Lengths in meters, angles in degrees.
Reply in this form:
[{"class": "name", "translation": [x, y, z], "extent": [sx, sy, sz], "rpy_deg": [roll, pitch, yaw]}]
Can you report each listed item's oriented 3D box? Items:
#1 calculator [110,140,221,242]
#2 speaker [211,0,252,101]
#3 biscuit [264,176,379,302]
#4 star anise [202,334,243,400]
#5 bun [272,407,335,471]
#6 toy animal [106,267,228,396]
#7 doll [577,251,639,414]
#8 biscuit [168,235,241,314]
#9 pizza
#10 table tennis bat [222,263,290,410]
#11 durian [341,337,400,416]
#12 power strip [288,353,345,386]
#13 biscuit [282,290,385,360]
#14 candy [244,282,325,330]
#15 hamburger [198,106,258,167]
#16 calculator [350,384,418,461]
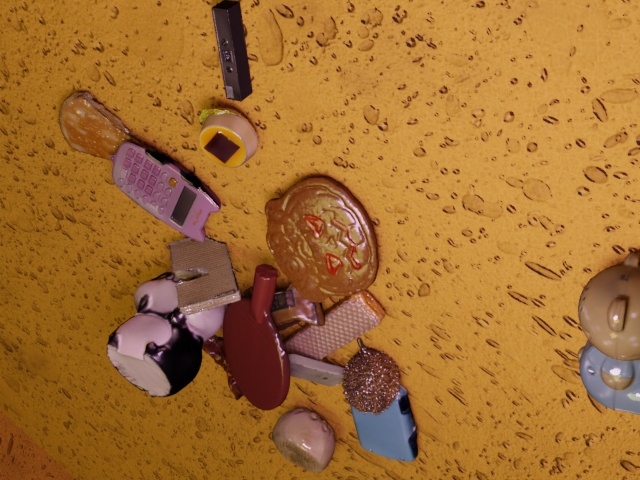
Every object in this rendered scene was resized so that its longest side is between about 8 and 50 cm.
[{"class": "calculator", "translation": [-0.376, -0.125, 1.884], "extent": [0.294, 0.043, 0.194], "rpy_deg": [34, 139, -1]}, {"class": "speaker", "translation": [-0.173, -0.370, 1.546], "extent": [0.040, 0.046, 0.191], "rpy_deg": [16, 132, 26]}, {"class": "biscuit", "translation": [-0.001, 0.001, 1.687], "extent": [0.257, 0.049, 0.273], "rpy_deg": [-18, 103, 33]}, {"class": "star anise", "translation": [-0.238, 0.327, 2.127], "extent": [0.212, 0.111, 0.196], "rpy_deg": [21, 129, 32]}, {"class": "bun", "translation": [-0.037, 0.541, 2.149], "extent": [0.178, 0.128, 0.193], "rpy_deg": [25, 147, 17]}, {"class": "toy animal", "translation": [-0.372, 0.212, 1.980], "extent": [0.250, 0.310, 0.251], "rpy_deg": [21, 143, 17]}, {"class": "doll", "translation": [0.535, 0.161, 1.380], "extent": [0.161, 0.177, 0.261], "rpy_deg": [11, 134, 28]}, {"class": "biscuit", "translation": [-0.283, 0.074, 1.888], "extent": [0.250, 0.147, 0.046], "rpy_deg": [-115, 10, -48]}, {"class": "pizza", "translation": [-0.528, -0.264, 1.900], "extent": [0.262, 0.034, 0.181], "rpy_deg": [23, 135, 18]}, {"class": "table tennis bat", "translation": [-0.152, 0.231, 1.873], "extent": [0.268, 0.051, 0.415], "rpy_deg": [43, 137, 37]}, {"class": "durian", "translation": [0.104, 0.323, 1.859], "extent": [0.148, 0.091, 0.189], "rpy_deg": [-16, 78, 29]}, {"class": "power strip", "translation": [-0.015, 0.321, 1.943], "extent": [0.226, 0.029, 0.080], "rpy_deg": [21, 142, -34]}, {"class": "biscuit", "translation": [0.018, 0.219, 1.889], "extent": [0.094, 0.054, 0.378], "rpy_deg": [46, 138, -5]}, {"class": "candy", "translation": [-0.096, 0.160, 1.887], "extent": [0.271, 0.101, 0.143], "rpy_deg": [-22, 79, 48]}, {"class": "hamburger", "translation": [-0.198, -0.222, 1.662], "extent": [0.141, 0.081, 0.127], "rpy_deg": [26, 139, -2]}, {"class": "calculator", "translation": [0.159, 0.451, 1.981], "extent": [0.172, 0.051, 0.293], "rpy_deg": [8, 128, 30]}]
